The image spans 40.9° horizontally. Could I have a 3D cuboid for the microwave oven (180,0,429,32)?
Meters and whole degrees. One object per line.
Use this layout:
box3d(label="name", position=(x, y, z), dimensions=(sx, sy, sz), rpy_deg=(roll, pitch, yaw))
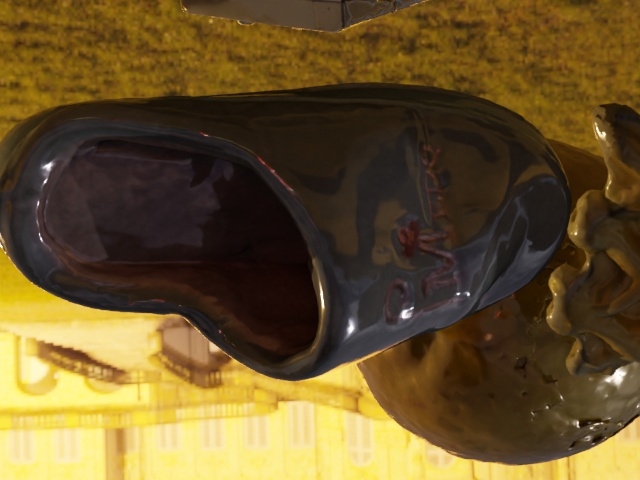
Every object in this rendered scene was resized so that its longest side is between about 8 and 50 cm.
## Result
box3d(label="microwave oven", position=(0.037, -0.242, 0.509), dimensions=(0.145, 0.193, 0.241), rpy_deg=(20, -144, 36))

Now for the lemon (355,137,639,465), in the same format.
box3d(label="lemon", position=(0.158, 0.047, 0.728), dimensions=(0.297, 0.297, 0.297), rpy_deg=(-2, 177, 0))

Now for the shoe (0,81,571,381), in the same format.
box3d(label="shoe", position=(0.000, 0.000, 0.340), dimensions=(0.251, 0.103, 0.100), rpy_deg=(1, -146, -18))

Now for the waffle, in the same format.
box3d(label="waffle", position=(0.253, 0.005, 0.461), dimensions=(0.261, 0.250, 0.056), rpy_deg=(-6, -143, 3))
